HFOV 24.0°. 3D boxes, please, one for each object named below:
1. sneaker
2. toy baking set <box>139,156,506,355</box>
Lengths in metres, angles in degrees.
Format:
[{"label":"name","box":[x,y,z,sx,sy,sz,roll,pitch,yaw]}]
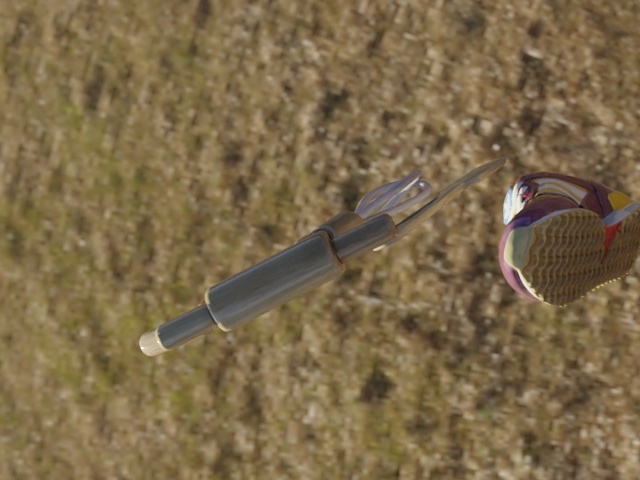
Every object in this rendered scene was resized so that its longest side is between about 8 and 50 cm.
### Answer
[{"label":"sneaker","box":[0.143,-0.006,0.966,0.084,0.185,0.070,24,105,29]},{"label":"toy baking set","box":[-0.002,0.002,0.981,0.256,0.197,0.030,-27,96,14]}]
